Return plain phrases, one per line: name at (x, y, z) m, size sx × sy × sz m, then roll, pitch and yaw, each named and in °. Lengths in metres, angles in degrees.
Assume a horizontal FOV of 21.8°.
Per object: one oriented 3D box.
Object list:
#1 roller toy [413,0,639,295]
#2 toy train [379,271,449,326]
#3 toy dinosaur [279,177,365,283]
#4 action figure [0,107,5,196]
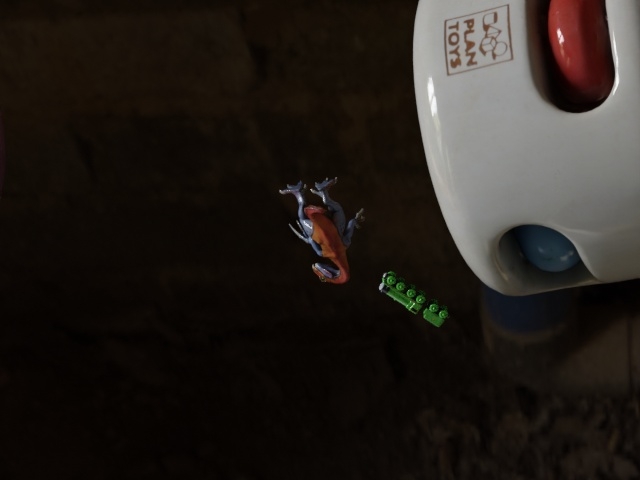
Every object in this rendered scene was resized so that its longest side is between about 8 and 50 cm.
roller toy at (0.133, -0.072, 0.910) m, size 0.146 × 0.209 × 0.191 m, roll -11°, pitch 19°, yaw 20°
toy train at (0.096, 0.061, 1.721) m, size 0.024 × 0.083 × 0.017 m, roll -53°, pitch 13°, yaw 19°
toy dinosaur at (0.000, 0.000, 1.102) m, size 0.047 × 0.082 × 0.090 m, roll -11°, pitch 22°, yaw 16°
action figure at (-0.177, -0.126, 0.556) m, size 0.276 × 0.370 × 0.248 m, roll -26°, pitch 57°, yaw -40°
